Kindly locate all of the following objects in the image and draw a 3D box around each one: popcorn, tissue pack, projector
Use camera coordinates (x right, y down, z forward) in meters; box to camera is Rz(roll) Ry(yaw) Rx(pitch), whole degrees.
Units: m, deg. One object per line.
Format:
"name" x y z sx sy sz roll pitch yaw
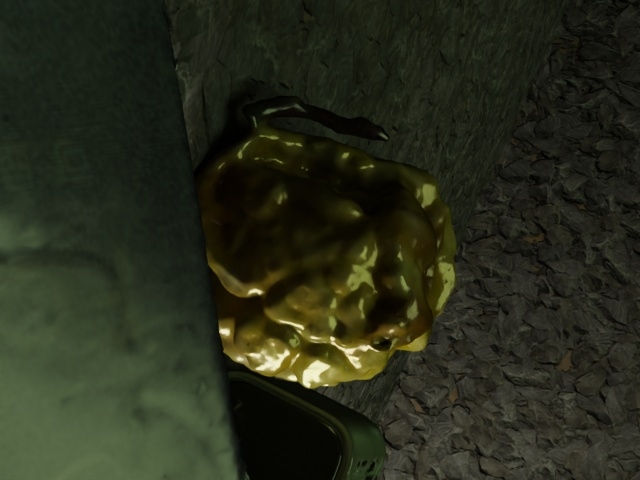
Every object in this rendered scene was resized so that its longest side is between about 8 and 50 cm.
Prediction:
"popcorn" 0.000 0.000 0.976 0.349 0.349 0.381 -43 123 -48
"tissue pack" -0.197 0.012 0.387 0.288 0.124 0.394 -14 99 -43
"projector" -0.062 0.353 1.195 0.248 0.248 0.249 -65 159 -6
